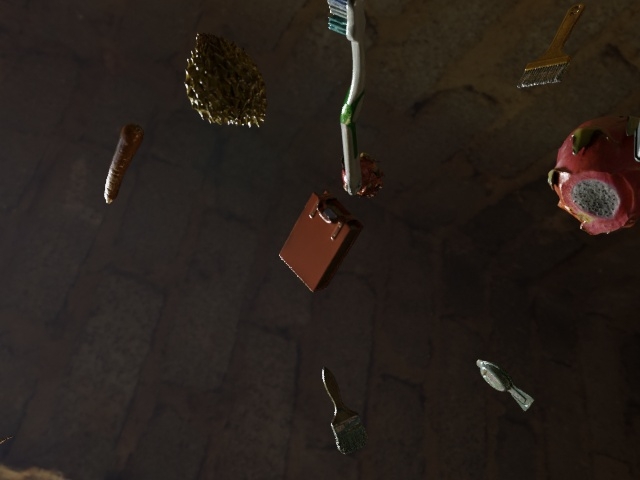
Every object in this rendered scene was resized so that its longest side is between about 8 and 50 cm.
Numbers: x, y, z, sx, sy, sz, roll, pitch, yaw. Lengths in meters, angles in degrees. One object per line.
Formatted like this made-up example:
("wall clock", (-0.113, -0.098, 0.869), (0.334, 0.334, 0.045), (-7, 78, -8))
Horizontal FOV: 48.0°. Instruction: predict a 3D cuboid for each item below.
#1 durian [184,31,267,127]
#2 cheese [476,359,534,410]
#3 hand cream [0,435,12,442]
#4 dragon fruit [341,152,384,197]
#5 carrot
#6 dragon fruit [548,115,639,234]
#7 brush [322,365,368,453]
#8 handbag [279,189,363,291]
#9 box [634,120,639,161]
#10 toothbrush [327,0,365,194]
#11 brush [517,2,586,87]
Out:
("durian", (-0.185, -0.313, 1.439), (0.132, 0.165, 0.182), (-97, 14, -63))
("cheese", (0.333, 0.257, 1.302), (0.026, 0.120, 0.067), (-41, -25, -21))
("hand cream", (-0.341, 0.188, 0.573), (0.067, 0.043, 0.209), (-25, -9, 12))
("dragon fruit", (0.080, -0.134, 1.453), (0.081, 0.116, 0.086), (33, 95, 39))
("carrot", (-0.349, -0.130, 1.249), (0.190, 0.037, 0.037), (-53, 22, 40))
("dragon fruit", (0.695, -0.150, 1.743), (0.290, 0.290, 0.189), (-47, 0, 43))
("brush", (0.041, 0.353, 1.510), (0.070, 0.196, 0.021), (-22, 7, -7))
("handbag", (0.000, 0.000, 1.555), (0.127, 0.063, 0.190), (46, 125, 25))
("box", (0.707, -0.224, 1.507), (0.069, 0.084, 0.122), (74, -153, -46))
("toothbrush", (0.044, -0.170, 0.947), (0.042, 0.040, 0.418), (-59, -18, -21))
("brush", (0.517, -0.428, 1.554), (0.103, 0.013, 0.272), (1, 50, 47))
